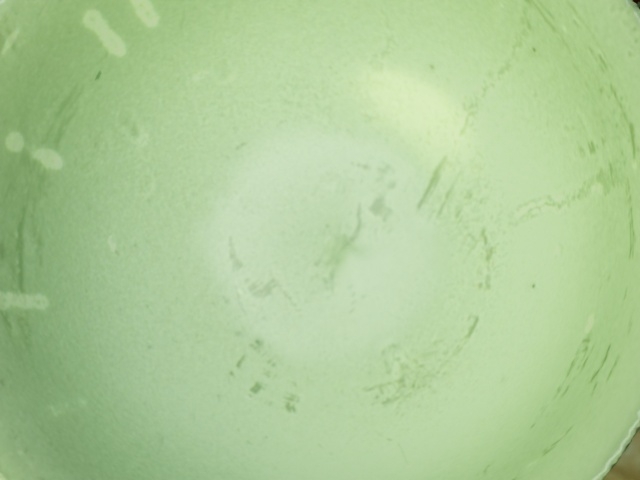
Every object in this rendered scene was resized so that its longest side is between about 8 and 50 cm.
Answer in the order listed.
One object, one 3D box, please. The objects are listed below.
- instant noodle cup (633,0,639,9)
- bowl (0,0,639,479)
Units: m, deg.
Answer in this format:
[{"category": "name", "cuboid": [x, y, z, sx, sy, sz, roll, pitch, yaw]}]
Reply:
[{"category": "instant noodle cup", "cuboid": [0.201, -0.279, 0.923, 0.311, 0.221, 0.311, 4, 61, -6]}, {"category": "bowl", "cuboid": [0.000, 0.000, 0.953, 0.435, 0.196, 0.435, -2, 80, 10]}]
